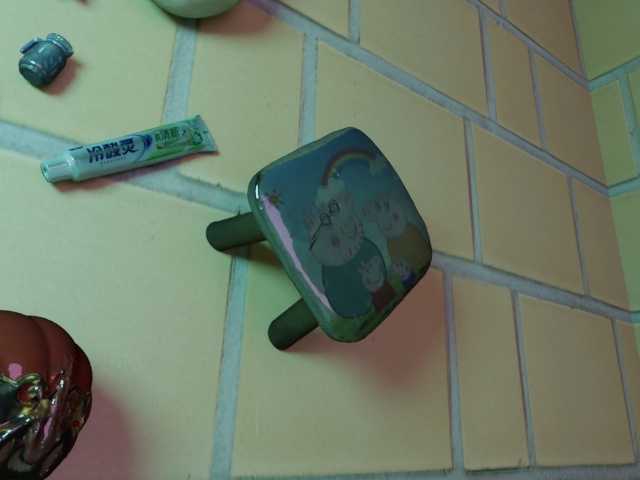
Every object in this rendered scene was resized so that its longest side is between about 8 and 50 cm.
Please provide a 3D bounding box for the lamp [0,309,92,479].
[{"bbox_3d":[-0.365,0.189,0.535,0.227,0.227,0.226,13,68,-33],"label":"lamp"}]

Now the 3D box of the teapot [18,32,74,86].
[{"bbox_3d":[-0.431,-0.279,0.758,0.049,0.064,0.083,61,39,-46],"label":"teapot"}]

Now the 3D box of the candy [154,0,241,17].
[{"bbox_3d":[-0.238,-0.563,0.906,0.296,0.185,0.295,13,70,-39],"label":"candy"}]

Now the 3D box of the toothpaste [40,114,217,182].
[{"bbox_3d":[-0.303,-0.151,0.808,0.297,0.048,0.074,-28,92,-42],"label":"toothpaste"}]

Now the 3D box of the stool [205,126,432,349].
[{"bbox_3d":[0.000,0.000,0.868,0.310,0.226,0.310,-34,97,-40],"label":"stool"}]
